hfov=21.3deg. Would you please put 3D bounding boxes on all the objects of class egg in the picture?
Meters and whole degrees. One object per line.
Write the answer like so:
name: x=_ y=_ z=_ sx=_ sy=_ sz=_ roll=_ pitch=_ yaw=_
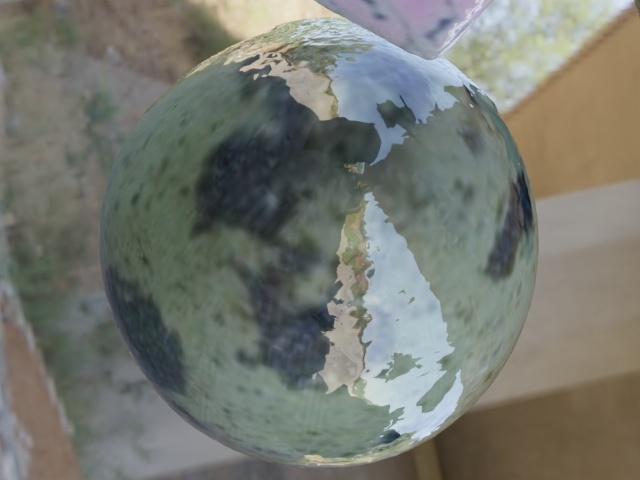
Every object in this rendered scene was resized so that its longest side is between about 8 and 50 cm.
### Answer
egg: x=0.000 y=0.000 z=0.540 sx=0.182 sy=0.141 sz=0.141 roll=109 pitch=-31 yaw=-74

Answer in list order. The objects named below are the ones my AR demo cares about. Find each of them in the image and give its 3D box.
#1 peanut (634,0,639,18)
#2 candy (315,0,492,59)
peanut: x=0.289 y=-0.086 z=0.922 sx=0.319 sy=0.147 sz=0.147 roll=51 pitch=-4 yaw=1
candy: x=-0.013 y=-0.114 z=0.364 sx=0.092 sy=0.160 sz=0.073 roll=-46 pitch=-161 yaw=55
